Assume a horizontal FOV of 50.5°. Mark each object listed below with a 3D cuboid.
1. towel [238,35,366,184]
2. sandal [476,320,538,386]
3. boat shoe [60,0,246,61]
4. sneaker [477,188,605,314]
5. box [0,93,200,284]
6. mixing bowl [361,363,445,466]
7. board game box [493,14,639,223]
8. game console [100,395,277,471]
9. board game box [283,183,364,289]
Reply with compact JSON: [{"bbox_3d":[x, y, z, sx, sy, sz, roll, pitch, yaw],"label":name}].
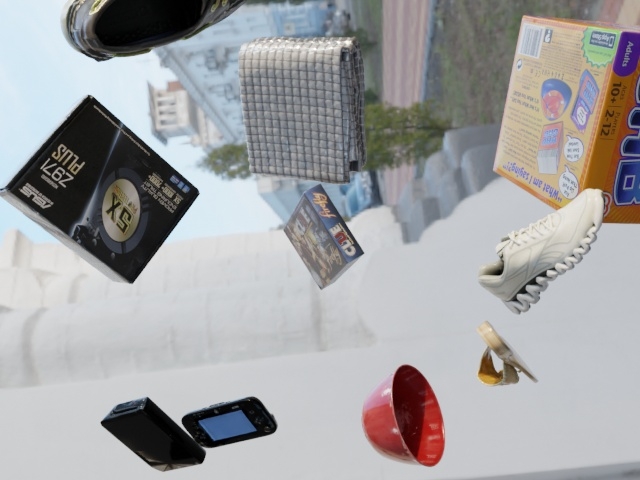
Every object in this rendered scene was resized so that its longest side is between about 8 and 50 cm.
[{"bbox_3d":[-0.029,-0.263,1.365,0.121,0.235,0.283,-50,-39,-52],"label":"towel"},{"bbox_3d":[0.296,0.209,1.160,0.240,0.079,0.088,41,-167,-50],"label":"sandal"},{"bbox_3d":[-0.132,-0.234,0.654,0.069,0.228,0.081,29,146,48],"label":"boat shoe"},{"bbox_3d":[0.397,0.013,1.232,0.292,0.118,0.110,-57,3,36],"label":"sneaker"},{"bbox_3d":[-0.264,-0.058,0.819,0.180,0.078,0.147,44,-113,-26],"label":"box"},{"bbox_3d":[0.138,0.325,1.226,0.181,0.098,0.181,36,-139,-39],"label":"mixing bowl"},{"bbox_3d":[0.628,-0.259,1.416,0.356,0.357,0.356,-120,33,-64],"label":"board game box"},{"bbox_3d":[-0.265,0.389,1.419,0.213,0.362,0.044,54,-152,-32],"label":"game console"},{"bbox_3d":[0.000,0.000,1.412,0.165,0.042,0.243,58,160,8],"label":"board game box"}]
